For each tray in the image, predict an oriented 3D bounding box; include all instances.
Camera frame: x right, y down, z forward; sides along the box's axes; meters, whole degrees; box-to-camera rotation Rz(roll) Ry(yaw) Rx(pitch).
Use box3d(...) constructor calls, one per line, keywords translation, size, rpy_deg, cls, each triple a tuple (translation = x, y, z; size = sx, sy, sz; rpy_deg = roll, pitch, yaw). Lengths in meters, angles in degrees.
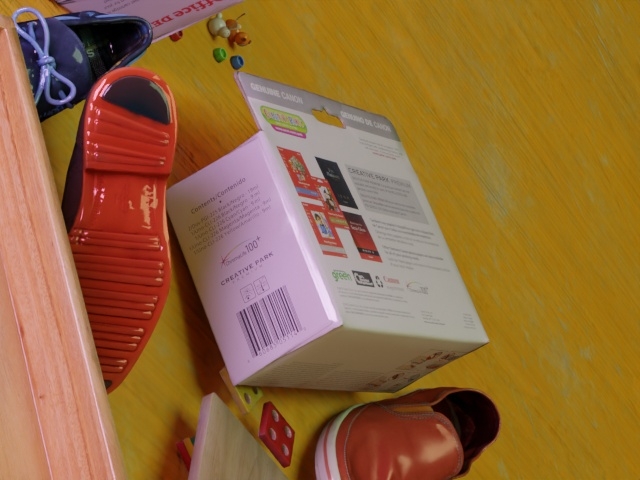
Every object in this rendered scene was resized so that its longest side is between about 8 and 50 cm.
box3d(translation=(-0.263, 0.012, 1.171), size=(0.203, 0.076, 0.411), rpy_deg=(14, 51, -51), cls="tray")

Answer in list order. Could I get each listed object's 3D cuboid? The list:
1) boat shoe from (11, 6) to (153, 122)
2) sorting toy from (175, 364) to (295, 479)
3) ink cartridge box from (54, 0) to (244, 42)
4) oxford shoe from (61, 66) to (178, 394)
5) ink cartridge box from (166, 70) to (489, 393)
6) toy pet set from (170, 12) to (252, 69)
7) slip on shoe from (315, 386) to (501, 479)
box3d(translation=(-0.231, -0.154, 1.434), size=(0.109, 0.089, 0.258), rpy_deg=(64, 31, -14), cls="boat shoe")
box3d(translation=(-0.083, 0.220, 1.517), size=(0.132, 0.046, 0.274), rpy_deg=(53, 26, -31), cls="sorting toy")
box3d(translation=(-0.178, -0.268, 1.533), size=(0.203, 0.148, 0.086), rpy_deg=(33, 45, -51), cls="ink cartridge box")
box3d(translation=(-0.172, -0.006, 1.415), size=(0.097, 0.098, 0.271), rpy_deg=(12, 92, -17), cls="oxford shoe")
box3d(translation=(0.000, 0.000, 1.692), size=(0.309, 0.130, 0.272), rpy_deg=(12, 52, -58), cls="ink cartridge box")
box3d(translation=(-0.098, -0.248, 1.749), size=(0.122, 0.065, 0.114), rpy_deg=(17, 60, -57), cls="toy pet set")
box3d(translation=(0.091, 0.216, 1.780), size=(0.331, 0.101, 0.123), rpy_deg=(-17, 91, -60), cls="slip on shoe")
